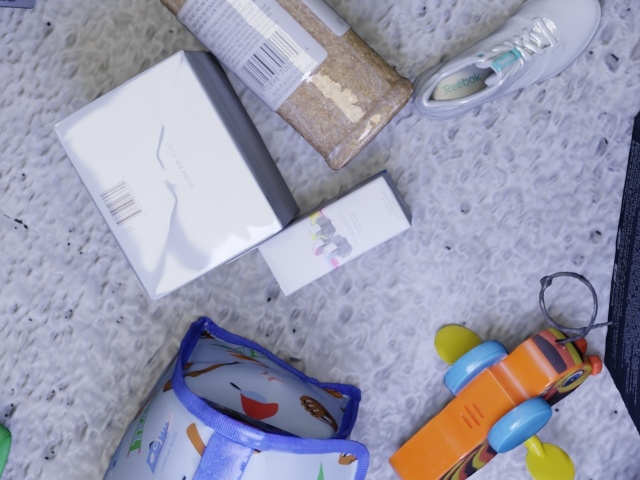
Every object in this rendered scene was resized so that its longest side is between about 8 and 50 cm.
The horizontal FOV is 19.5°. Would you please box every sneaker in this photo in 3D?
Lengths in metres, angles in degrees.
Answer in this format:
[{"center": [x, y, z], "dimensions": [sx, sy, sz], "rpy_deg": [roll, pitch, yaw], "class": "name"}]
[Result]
[{"center": [0.189, -0.181, 1.847], "dimensions": [0.212, 0.094, 0.080], "rpy_deg": [-33, 92, 6], "class": "sneaker"}]

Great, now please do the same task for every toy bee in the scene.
[{"center": [0.213, 0.155, 1.862], "dimensions": [0.298, 0.162, 0.195], "rpy_deg": [-26, 77, 36], "class": "toy bee"}]

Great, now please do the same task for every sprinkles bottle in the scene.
[{"center": [-0.071, -0.229, 1.844], "dimensions": [0.355, 0.121, 0.121], "rpy_deg": [44, 97, -2], "class": "sprinkles bottle"}]

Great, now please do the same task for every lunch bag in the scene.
[{"center": [-0.105, 0.281, 1.767], "dimensions": [0.239, 0.385, 0.328], "rpy_deg": [22, 96, 1], "class": "lunch bag"}]

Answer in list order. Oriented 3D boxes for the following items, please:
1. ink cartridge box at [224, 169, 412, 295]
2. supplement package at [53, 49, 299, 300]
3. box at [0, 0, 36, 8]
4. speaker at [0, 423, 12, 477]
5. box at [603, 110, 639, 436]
[{"center": [0.000, 0.000, 1.871], "dimensions": [0.181, 0.104, 0.061], "rpy_deg": [-29, 93, 6], "class": "ink cartridge box"}, {"center": [-0.136, -0.069, 1.823], "dimensions": [0.149, 0.203, 0.194], "rpy_deg": [-29, 93, 6], "class": "supplement package"}, {"center": [-0.369, -0.300, 1.790], "dimensions": [0.163, 0.247, 0.142], "rpy_deg": [4, 97, 3], "class": "box"}, {"center": [-0.475, 0.195, 1.908], "dimensions": [0.296, 0.131, 0.131], "rpy_deg": [20, 97, 1], "class": "speaker"}, {"center": [0.524, 0.050, 1.663], "dimensions": [0.480, 0.472, 0.297], "rpy_deg": [7, 96, 3], "class": "box"}]
